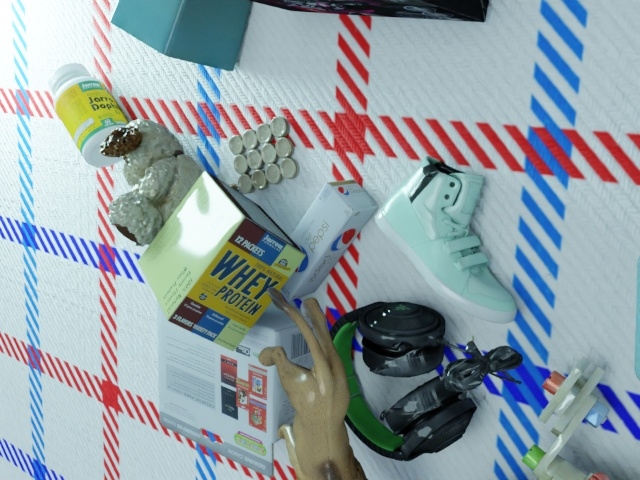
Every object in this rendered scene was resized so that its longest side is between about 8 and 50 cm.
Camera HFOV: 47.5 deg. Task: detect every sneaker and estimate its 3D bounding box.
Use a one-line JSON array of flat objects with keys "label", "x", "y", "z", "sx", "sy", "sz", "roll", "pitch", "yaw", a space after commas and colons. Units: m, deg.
[{"label": "sneaker", "x": 0.202, "y": -0.009, "z": 1.024, "sx": 0.256, "sy": 0.094, "sz": 0.151, "roll": 45, "pitch": 120, "yaw": 22}]

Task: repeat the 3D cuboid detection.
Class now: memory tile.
[{"label": "memory tile", "x": -0.102, "y": -0.149, "z": 1.298, "sx": 0.148, "sy": 0.012, "sz": 0.113, "roll": -15, "pitch": 89, "yaw": 39}]

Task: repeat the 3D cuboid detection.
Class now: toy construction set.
[{"label": "toy construction set", "x": 0.377, "y": 0.316, "z": 0.903, "sx": 0.327, "sy": 0.151, "sz": 0.215, "roll": 50, "pitch": 150, "yaw": 30}]

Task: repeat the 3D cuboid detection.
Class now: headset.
[{"label": "headset", "x": 0.124, "y": 0.206, "z": 1.067, "sx": 0.394, "sy": 0.185, "sz": 0.243, "roll": -26, "pitch": 82, "yaw": 51}]

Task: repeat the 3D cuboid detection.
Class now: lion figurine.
[{"label": "lion figurine", "x": 0.003, "y": 0.276, "z": 1.072, "sx": 0.240, "sy": 0.142, "sz": 0.392, "roll": -126, "pitch": 16, "yaw": -58}]

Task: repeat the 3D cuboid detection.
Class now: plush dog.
[{"label": "plush dog", "x": -0.293, "y": -0.125, "z": 1.351, "sx": 0.211, "sy": 0.262, "sz": 0.225, "roll": -32, "pitch": 87, "yaw": 5}]

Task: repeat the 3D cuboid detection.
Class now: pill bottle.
[{"label": "pill bottle", "x": -0.482, "y": -0.266, "z": 1.519, "sx": 0.117, "sy": 0.118, "sz": 0.208, "roll": -47, "pitch": 68, "yaw": 35}]

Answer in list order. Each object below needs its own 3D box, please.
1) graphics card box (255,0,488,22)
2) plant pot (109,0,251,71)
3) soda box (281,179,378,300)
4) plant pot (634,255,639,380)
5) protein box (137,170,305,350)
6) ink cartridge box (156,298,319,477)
[{"label": "graphics card box", "x": 0.024, "y": -0.372, "z": 1.011, "sx": 0.371, "sy": 0.233, "sz": 0.094, "roll": 15, "pitch": 104, "yaw": 36}, {"label": "plant pot", "x": -0.215, "y": -0.441, "z": 1.248, "sx": 0.165, "sy": 0.166, "sz": 0.234, "roll": 35, "pitch": 110, "yaw": 29}, {"label": "soda box", "x": 0.000, "y": 0.000, "z": 1.202, "sx": 0.069, "sy": 0.074, "sz": 0.216, "roll": 50, "pitch": 125, "yaw": 21}, {"label": "plant pot", "x": 0.471, "y": 0.089, "z": 0.736, "sx": 0.252, "sy": 0.248, "sz": 0.247, "roll": 10, "pitch": 105, "yaw": 56}, {"label": "protein box", "x": -0.166, "y": 0.030, "z": 1.189, "sx": 0.199, "sy": 0.136, "sz": 0.201, "roll": -53, "pitch": 36, "yaw": 5}, {"label": "ink cartridge box", "x": -0.155, "y": 0.243, "z": 1.337, "sx": 0.310, "sy": 0.130, "sz": 0.271, "roll": 13, "pitch": 106, "yaw": 38}]
